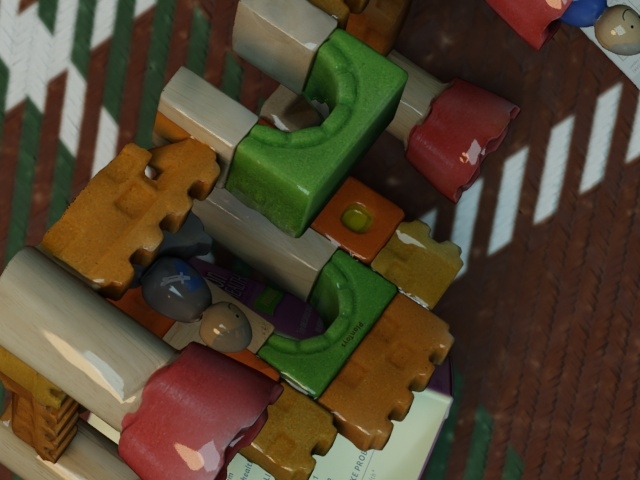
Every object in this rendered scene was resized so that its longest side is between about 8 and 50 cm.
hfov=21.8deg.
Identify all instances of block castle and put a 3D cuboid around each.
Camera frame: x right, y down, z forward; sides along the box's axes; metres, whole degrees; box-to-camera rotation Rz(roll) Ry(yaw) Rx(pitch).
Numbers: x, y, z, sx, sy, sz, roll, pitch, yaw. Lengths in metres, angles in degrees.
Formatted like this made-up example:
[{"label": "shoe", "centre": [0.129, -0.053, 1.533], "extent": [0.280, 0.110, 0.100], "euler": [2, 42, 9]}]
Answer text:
[{"label": "block castle", "centre": [0.000, 0.000, 1.042], "extent": [0.213, 0.303, 0.453], "euler": [35, 63, 6]}]

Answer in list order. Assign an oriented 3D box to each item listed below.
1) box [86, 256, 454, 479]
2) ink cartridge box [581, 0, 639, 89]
[{"label": "box", "centre": [-0.050, 0.154, 1.251], "extent": [0.243, 0.117, 0.213], "euler": [21, 102, -1]}, {"label": "ink cartridge box", "centre": [0.224, -0.220, 1.206], "extent": [0.179, 0.045, 0.145], "euler": [41, 101, -23]}]
